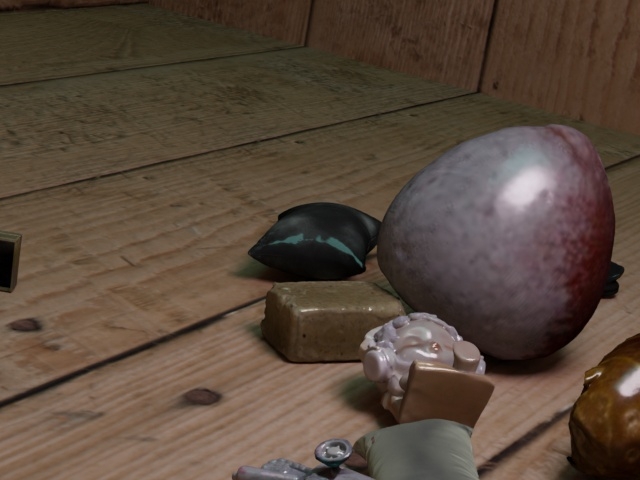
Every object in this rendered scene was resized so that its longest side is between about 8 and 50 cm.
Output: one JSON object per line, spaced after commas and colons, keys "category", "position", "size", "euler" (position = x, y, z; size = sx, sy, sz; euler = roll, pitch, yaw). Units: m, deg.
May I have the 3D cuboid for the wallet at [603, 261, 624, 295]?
{"category": "wallet", "position": [0.307, 0.049, 2.444], "size": [0.378, 0.051, 0.197], "euler": [-2, 20, -29]}

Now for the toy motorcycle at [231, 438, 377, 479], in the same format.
{"category": "toy motorcycle", "position": [0.004, 0.288, 1.444], "size": [0.260, 0.110, 0.171], "euler": [14, 35, 38]}

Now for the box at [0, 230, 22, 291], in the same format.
{"category": "box", "position": [-0.458, 0.023, 2.064], "size": [0.079, 0.083, 0.035], "euler": [8, 17, -1]}

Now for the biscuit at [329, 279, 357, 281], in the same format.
{"category": "biscuit", "position": [0.044, 0.079, 2.262], "size": [0.082, 0.016, 0.092], "euler": [15, 18, 16]}

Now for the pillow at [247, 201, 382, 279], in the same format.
{"category": "pillow", "position": [0.000, 0.000, 2.331], "size": [0.186, 0.106, 0.250], "euler": [6, 14, 8]}

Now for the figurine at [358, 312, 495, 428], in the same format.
{"category": "figurine", "position": [0.131, 0.156, 1.853], "size": [0.163, 0.141, 0.237], "euler": [12, 16, -9]}

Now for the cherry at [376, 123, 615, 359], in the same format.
{"category": "cherry", "position": [0.245, -0.002, 2.093], "size": [0.326, 0.334, 0.291], "euler": [9, 15, 2]}

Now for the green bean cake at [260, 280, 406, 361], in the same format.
{"category": "green bean cake", "position": [0.019, 0.109, 2.039], "size": [0.179, 0.085, 0.109], "euler": [0, 19, -25]}

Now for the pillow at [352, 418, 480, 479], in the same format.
{"category": "pillow", "position": [0.127, 0.267, 1.601], "size": [0.144, 0.078, 0.254], "euler": [1, 19, -10]}

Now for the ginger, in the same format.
{"category": "ginger", "position": [0.464, 0.201, 1.839], "size": [0.254, 0.176, 0.418], "euler": [14, 11, 33]}
